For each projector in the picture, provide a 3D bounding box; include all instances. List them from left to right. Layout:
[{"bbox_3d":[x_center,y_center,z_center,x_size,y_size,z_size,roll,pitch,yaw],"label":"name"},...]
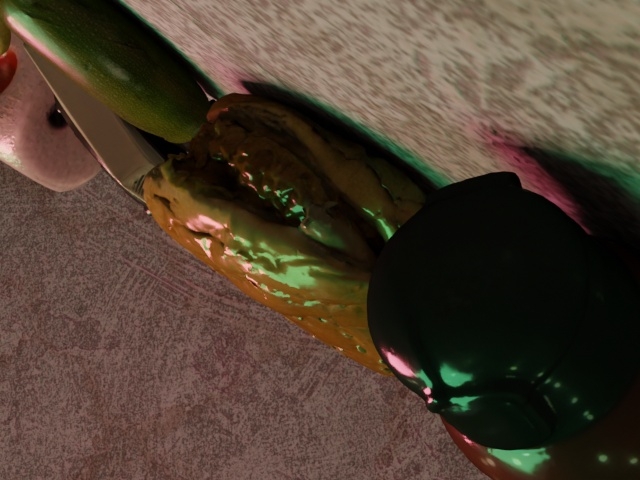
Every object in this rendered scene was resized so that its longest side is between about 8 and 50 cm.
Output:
[{"bbox_3d":[-0.239,-0.122,1.215,0.259,0.079,0.257,51,-176,26],"label":"projector"}]

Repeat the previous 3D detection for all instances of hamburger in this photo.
[{"bbox_3d":[0.000,0.000,0.765,0.283,0.144,0.259,43,175,-41],"label":"hamburger"}]

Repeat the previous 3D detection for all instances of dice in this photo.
[{"bbox_3d":[-0.400,-0.196,1.378,0.193,0.194,0.192,29,174,35],"label":"dice"}]

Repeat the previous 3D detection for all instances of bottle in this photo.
[{"bbox_3d":[0.151,0.086,0.516,0.336,0.144,0.144,37,176,-39],"label":"bottle"}]

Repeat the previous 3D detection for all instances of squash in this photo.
[{"bbox_3d":[-0.167,-0.149,0.807,0.318,0.071,0.080,32,-141,-58],"label":"squash"}]

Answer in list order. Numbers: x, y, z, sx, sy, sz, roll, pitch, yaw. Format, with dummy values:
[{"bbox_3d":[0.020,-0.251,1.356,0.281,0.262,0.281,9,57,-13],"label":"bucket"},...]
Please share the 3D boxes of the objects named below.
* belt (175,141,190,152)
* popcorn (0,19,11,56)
[{"bbox_3d":[-0.167,-0.139,1.136,0.071,0.053,0.232,36,180,31],"label":"belt"},{"bbox_3d":[-0.449,-0.234,0.955,0.250,0.234,0.242,19,169,-40],"label":"popcorn"}]
